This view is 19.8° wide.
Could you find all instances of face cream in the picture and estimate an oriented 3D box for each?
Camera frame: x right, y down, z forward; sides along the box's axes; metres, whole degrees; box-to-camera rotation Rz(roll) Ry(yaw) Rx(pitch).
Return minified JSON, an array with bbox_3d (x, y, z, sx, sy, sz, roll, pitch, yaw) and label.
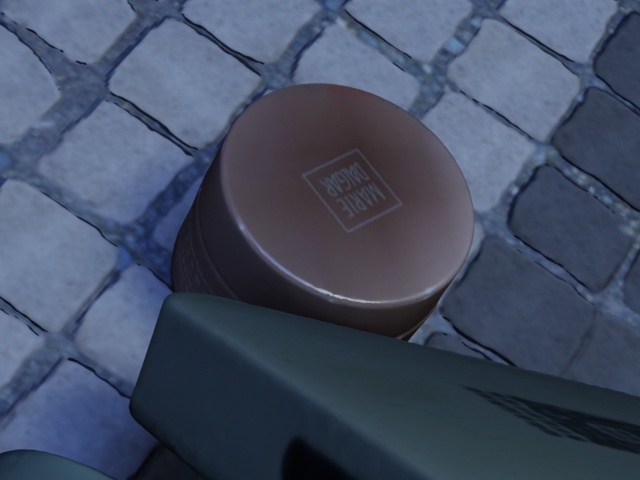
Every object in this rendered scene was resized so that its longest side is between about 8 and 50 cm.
[{"bbox_3d":[0.000,0.000,1.028,0.149,0.104,0.149,11,54,-15],"label":"face cream"}]

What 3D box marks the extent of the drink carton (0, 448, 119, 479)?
[{"bbox_3d":[-0.149,0.204,0.790,0.185,0.191,0.189,28,41,1],"label":"drink carton"}]

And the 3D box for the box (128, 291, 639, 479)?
[{"bbox_3d":[0.133,0.131,0.836,0.373,0.367,0.090,16,95,-27],"label":"box"}]
